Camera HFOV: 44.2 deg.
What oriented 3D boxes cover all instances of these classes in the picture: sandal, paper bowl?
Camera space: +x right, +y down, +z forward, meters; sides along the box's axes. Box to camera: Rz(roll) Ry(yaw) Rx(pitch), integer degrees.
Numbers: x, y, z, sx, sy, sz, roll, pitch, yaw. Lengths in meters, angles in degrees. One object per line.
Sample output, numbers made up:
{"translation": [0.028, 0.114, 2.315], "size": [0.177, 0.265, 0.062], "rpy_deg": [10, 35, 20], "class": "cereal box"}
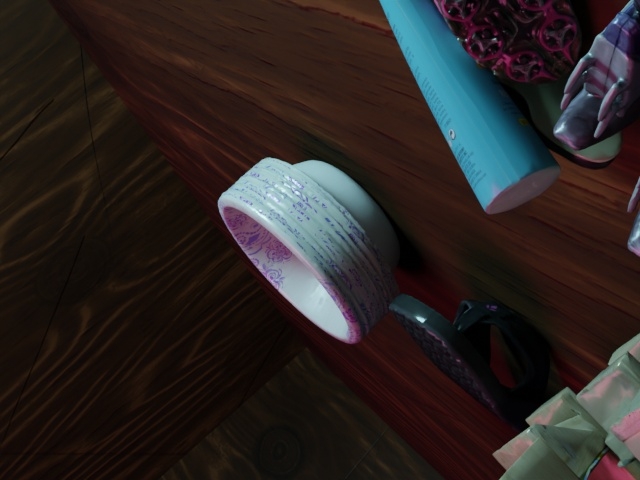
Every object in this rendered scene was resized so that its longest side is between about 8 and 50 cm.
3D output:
{"translation": [0.221, 0.152, 0.982], "size": [0.167, 0.107, 0.446], "rpy_deg": [38, 177, 43], "class": "sandal"}
{"translation": [0.000, 0.000, 1.124], "size": [0.284, 0.148, 0.284], "rpy_deg": [44, 165, 15], "class": "paper bowl"}

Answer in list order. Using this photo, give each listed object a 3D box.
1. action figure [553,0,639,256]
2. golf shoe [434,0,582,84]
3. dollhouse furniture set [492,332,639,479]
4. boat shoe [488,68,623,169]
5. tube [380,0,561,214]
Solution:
{"translation": [0.157, -0.111, 0.293], "size": [0.185, 0.099, 0.285], "rpy_deg": [49, 167, 27], "class": "action figure"}
{"translation": [0.087, -0.172, 0.477], "size": [0.186, 0.067, 0.086], "rpy_deg": [41, -148, -9], "class": "golf shoe"}
{"translation": [0.236, 0.230, 0.514], "size": [0.256, 0.362, 0.394], "rpy_deg": [48, 139, 15], "class": "dollhouse furniture set"}
{"translation": [0.147, -0.090, 0.521], "size": [0.133, 0.049, 0.042], "rpy_deg": [51, 168, 34], "class": "boat shoe"}
{"translation": [0.080, -0.116, 0.515], "size": [0.207, 0.052, 0.080], "rpy_deg": [62, -171, 18], "class": "tube"}
